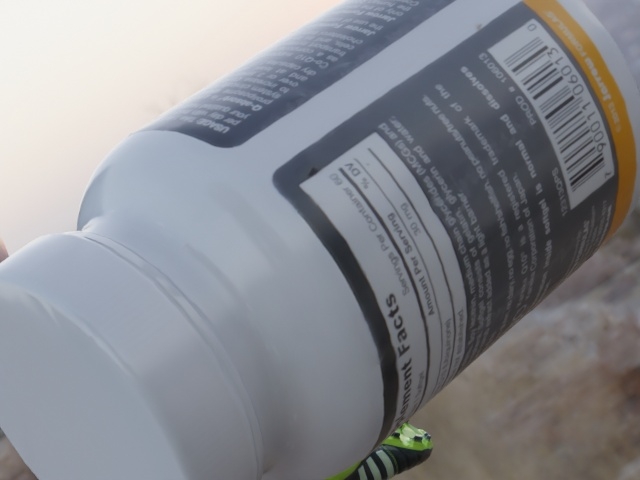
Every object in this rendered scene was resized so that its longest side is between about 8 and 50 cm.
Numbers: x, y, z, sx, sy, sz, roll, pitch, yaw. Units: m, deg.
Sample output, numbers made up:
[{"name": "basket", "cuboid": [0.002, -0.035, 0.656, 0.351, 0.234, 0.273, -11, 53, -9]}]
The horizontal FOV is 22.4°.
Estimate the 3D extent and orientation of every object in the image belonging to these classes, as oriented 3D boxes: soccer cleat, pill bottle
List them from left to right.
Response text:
[{"name": "pill bottle", "cuboid": [0.000, 0.000, 0.679, 0.278, 0.162, 0.162, -37, 3, -33]}, {"name": "soccer cleat", "cuboid": [0.031, 0.186, 1.358, 0.179, 0.060, 0.072, -2, -57, -55]}]

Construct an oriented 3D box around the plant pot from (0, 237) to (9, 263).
[{"name": "plant pot", "cuboid": [-0.346, 0.003, 0.961, 0.272, 0.265, 0.272, -24, 43, 25]}]
